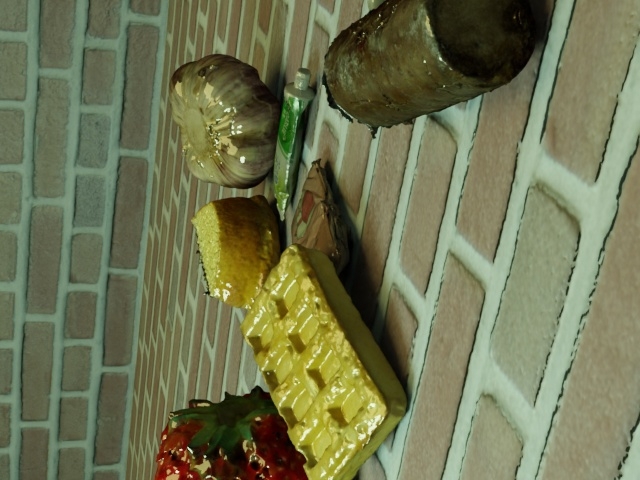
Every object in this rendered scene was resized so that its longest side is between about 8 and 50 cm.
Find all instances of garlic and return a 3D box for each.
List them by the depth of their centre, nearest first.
[{"bbox_3d":[-0.149,-0.204,1.705,0.245,0.160,0.245,28,127,44],"label":"garlic"}]

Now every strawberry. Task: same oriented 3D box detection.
[{"bbox_3d":[-0.090,0.353,1.323,0.250,0.238,0.288,-107,9,-77],"label":"strawberry"}]

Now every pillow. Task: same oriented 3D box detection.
[{"bbox_3d":[0.000,0.000,1.374,0.248,0.049,0.135,-105,24,-52],"label":"pillow"}]

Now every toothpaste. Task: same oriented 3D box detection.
[{"bbox_3d":[-0.046,-0.151,1.542,0.078,0.046,0.248,-107,24,-51],"label":"toothpaste"}]

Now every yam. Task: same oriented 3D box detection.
[{"bbox_3d":[0.098,-0.179,0.960,0.279,0.131,0.131,177,95,-72],"label":"yam"}]

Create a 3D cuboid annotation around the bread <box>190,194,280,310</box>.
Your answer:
[{"bbox_3d":[-0.132,-0.005,1.666,0.260,0.129,0.134,-114,38,-52],"label":"bread"}]

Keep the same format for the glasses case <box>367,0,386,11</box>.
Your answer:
[{"bbox_3d":[0.092,-0.321,1.077,0.045,0.067,0.179,-132,47,-69],"label":"glasses case"}]

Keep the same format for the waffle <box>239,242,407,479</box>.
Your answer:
[{"bbox_3d":[0.000,0.150,1.214,0.168,0.057,0.274,-58,45,33],"label":"waffle"}]
